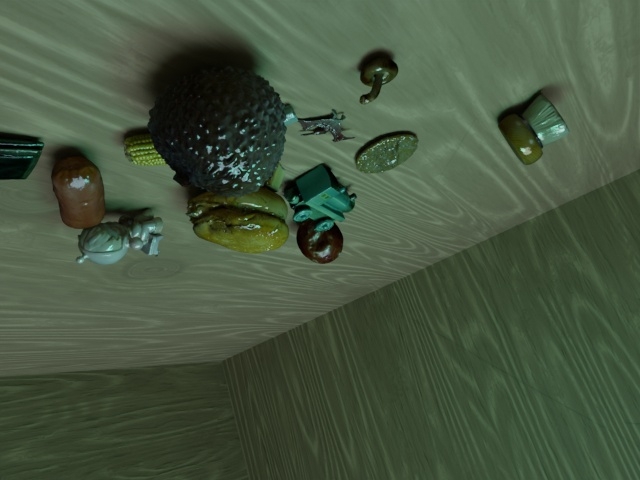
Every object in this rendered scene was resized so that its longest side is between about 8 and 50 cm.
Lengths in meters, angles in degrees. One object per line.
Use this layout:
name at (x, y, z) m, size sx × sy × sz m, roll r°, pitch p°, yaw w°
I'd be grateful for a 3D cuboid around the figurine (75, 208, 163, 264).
figurine at (-0.589, -0.004, 1.468) m, size 0.257 × 0.182 × 0.144 m, roll -17°, pitch 149°, yaw -56°

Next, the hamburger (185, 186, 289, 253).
hamburger at (-0.249, -0.068, 1.553) m, size 0.290 × 0.170 × 0.314 m, roll -10°, pitch 162°, yaw 27°

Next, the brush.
brush at (0.706, -0.355, 1.700) m, size 0.166 × 0.174 × 0.267 m, roll -35°, pitch 163°, yaw 17°

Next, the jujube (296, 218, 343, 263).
jujube at (0.000, 0.000, 1.983) m, size 0.190 × 0.190 × 0.255 m, roll -18°, pitch 172°, yaw -1°

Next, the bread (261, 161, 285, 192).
bread at (-0.172, -0.196, 1.561) m, size 0.109 × 0.080 × 0.084 m, roll 13°, pitch 169°, yaw 21°

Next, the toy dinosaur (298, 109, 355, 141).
toy dinosaur at (0.015, -0.311, 1.402) m, size 0.220 × 0.032 × 0.108 m, roll 12°, pitch 149°, yaw -37°

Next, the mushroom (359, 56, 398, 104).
mushroom at (0.126, -0.387, 1.226) m, size 0.129 × 0.073 × 0.088 m, roll -50°, pitch 179°, yaw -10°

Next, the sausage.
sausage at (-0.595, -0.120, 1.268) m, size 0.113 × 0.113 × 0.259 m, roll -9°, pitch 159°, yaw -24°

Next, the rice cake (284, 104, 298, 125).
rice cake at (-0.173, -0.275, 1.319) m, size 0.245 × 0.042 × 0.045 m, roll -24°, pitch 155°, yaw 16°

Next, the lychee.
lychee at (-0.216, -0.232, 1.087) m, size 0.300 × 0.300 × 0.300 m, roll -16°, pitch 160°, yaw -6°

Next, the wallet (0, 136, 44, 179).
wallet at (-0.738, -0.173, 1.094) m, size 0.236 × 0.055 × 0.160 m, roll 1°, pitch 159°, yaw -43°

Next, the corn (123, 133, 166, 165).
corn at (-0.344, -0.226, 1.243) m, size 0.248 × 0.081 × 0.081 m, roll -9°, pitch 158°, yaw -19°

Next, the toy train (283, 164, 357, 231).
toy train at (0.010, -0.135, 1.735) m, size 0.194 × 0.120 × 0.298 m, roll -31°, pitch 157°, yaw 18°

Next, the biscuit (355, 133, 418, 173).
biscuit at (0.215, -0.279, 1.653) m, size 0.220 × 0.033 × 0.220 m, roll -17°, pitch 161°, yaw -6°
